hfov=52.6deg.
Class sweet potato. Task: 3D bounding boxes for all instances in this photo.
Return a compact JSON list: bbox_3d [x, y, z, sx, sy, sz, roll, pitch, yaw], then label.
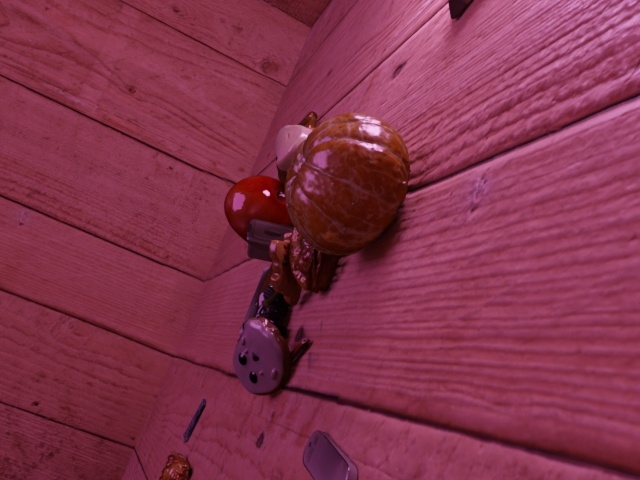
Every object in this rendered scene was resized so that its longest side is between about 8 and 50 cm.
[{"bbox_3d":[-0.150,0.147,2.042,0.077,0.077,0.244,-55,10,32],"label":"sweet potato"}]

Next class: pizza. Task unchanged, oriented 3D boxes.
[{"bbox_3d":[-0.510,0.823,2.205,0.229,0.081,0.290,-53,18,38],"label":"pizza"}]

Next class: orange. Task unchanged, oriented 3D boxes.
[{"bbox_3d":[0.056,-0.129,1.462,0.329,0.249,0.329,-163,90,-75],"label":"orange"}]

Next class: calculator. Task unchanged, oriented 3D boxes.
[{"bbox_3d":[-0.474,0.677,2.439,0.172,0.018,0.057,-61,17,9],"label":"calculator"}]

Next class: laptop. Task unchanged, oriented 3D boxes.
[{"bbox_3d":[-0.221,0.211,2.309,0.269,0.015,0.187,-69,15,-13],"label":"laptop"}]

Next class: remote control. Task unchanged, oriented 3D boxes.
[{"bbox_3d":[0.014,0.414,1.193,0.077,0.022,0.245,-64,14,-6],"label":"remote control"}]

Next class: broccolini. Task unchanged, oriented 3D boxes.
[{"bbox_3d":[-0.098,0.104,1.871,0.051,0.054,0.239,-23,25,52],"label":"broccolini"}]

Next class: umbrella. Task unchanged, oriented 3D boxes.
[{"bbox_3d":[-0.149,0.218,1.857,0.154,0.128,0.337,-44,23,59],"label":"umbrella"}]

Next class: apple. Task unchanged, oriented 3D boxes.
[{"bbox_3d":[-0.210,-0.107,2.314,0.216,0.260,0.260,-37,26,22],"label":"apple"}]

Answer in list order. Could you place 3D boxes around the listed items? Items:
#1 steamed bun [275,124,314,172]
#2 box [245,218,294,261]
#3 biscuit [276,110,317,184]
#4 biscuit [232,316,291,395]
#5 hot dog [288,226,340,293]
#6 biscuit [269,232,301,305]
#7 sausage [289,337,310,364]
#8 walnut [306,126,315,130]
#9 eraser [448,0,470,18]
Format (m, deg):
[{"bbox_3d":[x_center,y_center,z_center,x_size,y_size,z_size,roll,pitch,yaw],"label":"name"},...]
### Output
[{"bbox_3d":[-0.038,-0.256,2.010,0.170,0.225,0.200,-64,17,5],"label":"steamed bun"},{"bbox_3d":[-0.168,0.010,2.177,0.124,0.172,0.093,-83,8,-52],"label":"box"},{"bbox_3d":[-0.104,-0.393,2.745,0.335,0.078,0.329,-66,19,5],"label":"biscuit"},{"bbox_3d":[-0.159,0.310,1.675,0.181,0.049,0.208,42,119,28],"label":"biscuit"},{"bbox_3d":[0.000,0.000,1.695,0.196,0.122,0.272,-9,56,64],"label":"hot dog"},{"bbox_3d":[-0.068,0.057,1.812,0.041,0.212,0.239,2,35,31],"label":"biscuit"},{"bbox_3d":[-0.074,0.300,1.655,0.198,0.025,0.028,-51,6,42],"label":"sausage"},{"bbox_3d":[-0.036,-0.299,2.257,0.144,0.144,0.180,-29,42,65],"label":"walnut"},{"bbox_3d":[0.399,-0.685,1.525,0.352,0.061,0.089,-51,21,41],"label":"eraser"}]
